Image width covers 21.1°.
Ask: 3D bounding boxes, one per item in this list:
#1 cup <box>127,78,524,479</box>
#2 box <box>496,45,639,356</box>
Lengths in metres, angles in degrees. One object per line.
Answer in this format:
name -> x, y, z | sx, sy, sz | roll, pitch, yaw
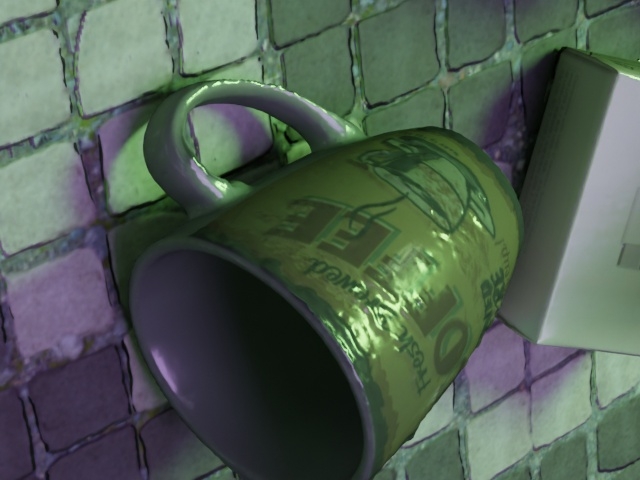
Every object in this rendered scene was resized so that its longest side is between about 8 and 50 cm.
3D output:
cup -> 0.000, 0.000, 1.265 | 0.257, 0.227, 0.301 | -41, 102, -38
box -> 0.283, -0.028, 1.507 | 0.203, 0.106, 0.251 | 9, 106, -26
